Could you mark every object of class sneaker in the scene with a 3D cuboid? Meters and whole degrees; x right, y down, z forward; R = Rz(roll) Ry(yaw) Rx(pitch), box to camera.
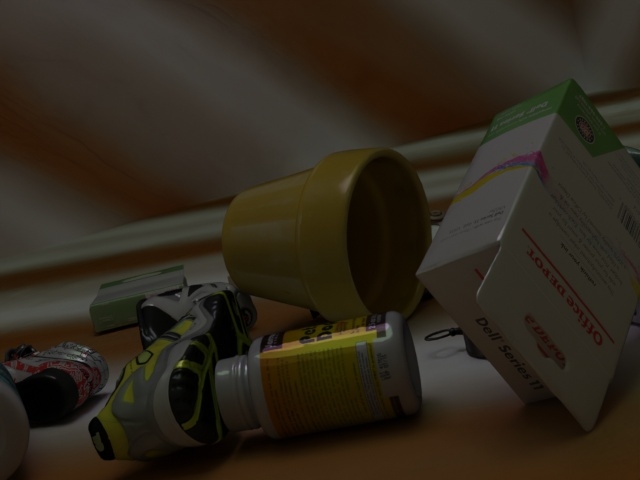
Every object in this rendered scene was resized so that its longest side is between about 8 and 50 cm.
[{"bbox_3d":[-0.171,0.116,1.828,0.146,0.122,0.330,-14,10,8],"label":"sneaker"},{"bbox_3d":[-0.170,0.159,1.540,0.147,0.145,0.385,-20,3,12],"label":"sneaker"},{"bbox_3d":[-0.449,0.193,1.942,0.061,0.064,0.158,-21,12,-37],"label":"sneaker"},{"bbox_3d":[-0.432,0.204,1.790,0.270,0.090,0.145,-6,11,23],"label":"sneaker"}]

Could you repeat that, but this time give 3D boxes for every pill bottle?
[{"bbox_3d":[-0.445,0.214,1.574,0.146,0.146,0.264,-16,10,-16],"label":"pill bottle"},{"bbox_3d":[-0.003,0.153,1.401,0.215,0.117,0.117,-12,10,10],"label":"pill bottle"}]

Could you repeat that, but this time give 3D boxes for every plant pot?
[{"bbox_3d":[0.000,0.000,1.828,0.239,0.254,0.254,-3,14,33],"label":"plant pot"}]

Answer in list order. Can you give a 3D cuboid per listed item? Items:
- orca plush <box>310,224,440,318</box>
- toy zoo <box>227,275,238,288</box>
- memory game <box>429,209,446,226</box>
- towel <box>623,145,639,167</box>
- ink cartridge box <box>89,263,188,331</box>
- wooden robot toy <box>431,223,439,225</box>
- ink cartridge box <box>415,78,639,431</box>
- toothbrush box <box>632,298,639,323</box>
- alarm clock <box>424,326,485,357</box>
[{"bbox_3d":[0.118,0.061,1.963,0.287,0.102,0.151,-25,56,-7],"label":"orca plush"},{"bbox_3d":[-0.002,0.033,2.339,0.192,0.030,0.293,-4,13,45],"label":"toy zoo"},{"bbox_3d":[0.186,-0.008,2.190,0.186,0.012,0.186,-5,29,3],"label":"memory game"},{"bbox_3d":[0.584,-0.076,1.671,0.325,0.038,0.248,14,-1,45],"label":"towel"},{"bbox_3d":[-0.325,0.103,2.315,0.171,0.056,0.235,-14,7,-3],"label":"ink cartridge box"},{"bbox_3d":[0.128,0.007,2.281,0.173,0.076,0.079,-17,-25,-21],"label":"wooden robot toy"},{"bbox_3d":[0.231,0.022,1.333,0.119,0.207,0.353,-22,26,42],"label":"ink cartridge box"},{"bbox_3d":[0.417,0.005,1.639,0.216,0.126,0.295,-16,9,-21],"label":"toothbrush box"},{"bbox_3d":[0.220,0.101,1.569,0.192,0.064,0.129,-14,9,18],"label":"alarm clock"}]
